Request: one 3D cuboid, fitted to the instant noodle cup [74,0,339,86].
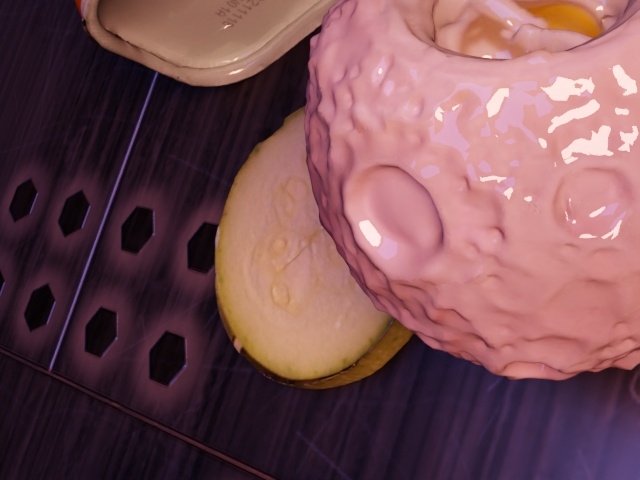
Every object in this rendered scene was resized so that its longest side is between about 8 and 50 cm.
[{"bbox_3d":[-0.118,-0.317,0.816,0.294,0.294,0.308,-34,61,26],"label":"instant noodle cup"}]

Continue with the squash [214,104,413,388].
[{"bbox_3d":[0.004,0.001,0.726,0.219,0.041,0.219,-16,66,40],"label":"squash"}]

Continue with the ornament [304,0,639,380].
[{"bbox_3d":[0.123,-0.052,0.508,0.259,0.225,0.259,-11,47,12],"label":"ornament"}]
